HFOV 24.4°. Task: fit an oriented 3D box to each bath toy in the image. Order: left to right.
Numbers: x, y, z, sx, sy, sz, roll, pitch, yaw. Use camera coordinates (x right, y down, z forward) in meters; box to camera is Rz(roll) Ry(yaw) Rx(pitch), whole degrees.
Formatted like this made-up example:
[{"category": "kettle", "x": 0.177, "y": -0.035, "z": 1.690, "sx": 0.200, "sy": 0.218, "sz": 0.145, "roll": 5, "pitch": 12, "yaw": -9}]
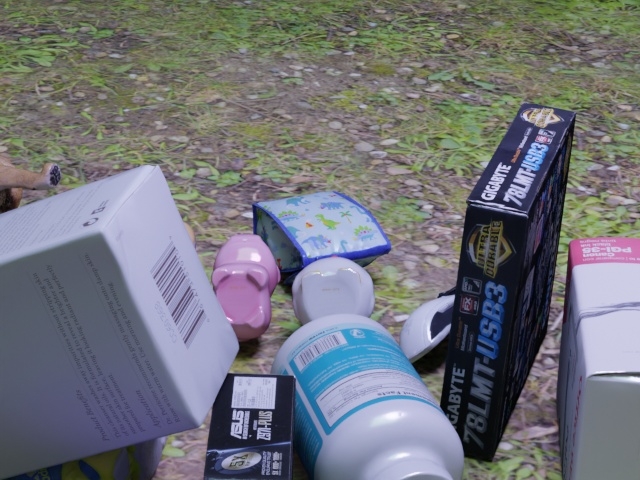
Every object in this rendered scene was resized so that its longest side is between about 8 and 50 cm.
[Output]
[{"category": "bath toy", "x": -0.108, "y": 0.056, "z": 1.744, "sx": 0.348, "sy": 0.151, "sz": 0.129, "roll": 4, "pitch": -9, "yaw": 3}]

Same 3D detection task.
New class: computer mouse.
[{"category": "computer mouse", "x": 0.144, "y": 0.080, "z": 1.742, "sx": 0.042, "sy": 0.106, "sz": 0.193, "roll": 52, "pitch": 40, "yaw": -2}]

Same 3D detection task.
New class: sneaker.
[{"category": "sneaker", "x": -0.235, "y": 0.212, "z": 1.445, "sx": 0.126, "sy": 0.091, "sz": 0.240, "roll": 7, "pitch": 28, "yaw": 12}]

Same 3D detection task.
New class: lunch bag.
[{"category": "lunch bag", "x": 0.000, "y": 0.000, "z": 1.885, "sx": 0.129, "sy": 0.096, "sz": 0.151, "roll": -12, "pitch": 20, "yaw": -26}]

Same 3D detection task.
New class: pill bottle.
[{"category": "pill bottle", "x": 0.049, "y": 0.191, "z": 1.442, "sx": 0.146, "sy": 0.146, "sz": 0.264, "roll": -6, "pitch": 28, "yaw": -15}]

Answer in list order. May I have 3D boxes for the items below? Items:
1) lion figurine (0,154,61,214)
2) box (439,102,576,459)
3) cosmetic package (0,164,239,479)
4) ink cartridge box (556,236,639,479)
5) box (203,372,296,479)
[{"category": "lion figurine", "x": -0.462, "y": 0.000, "z": 1.815, "sx": 0.240, "sy": 0.142, "sz": 0.392, "roll": 3, "pitch": 29, "yaw": 19}, {"category": "box", "x": 0.205, "y": 0.037, "z": 1.598, "sx": 0.073, "sy": 0.295, "sz": 0.293, "roll": 11, "pitch": 28, "yaw": 14}, {"category": "cosmetic package", "x": -0.299, "y": 0.098, "z": 1.390, "sx": 0.385, "sy": 0.217, "sz": 0.156, "roll": -14, "pitch": 22, "yaw": 20}, {"category": "ink cartridge box", "x": 0.304, "y": 0.149, "z": 1.473, "sx": 0.117, "sy": 0.207, "sz": 0.283, "roll": 3, "pitch": 26, "yaw": 5}, {"category": "box", "x": -0.064, "y": 0.229, "z": 1.357, "sx": 0.077, "sy": 0.147, "sz": 0.180, "roll": 2, "pitch": 27, "yaw": 0}]
